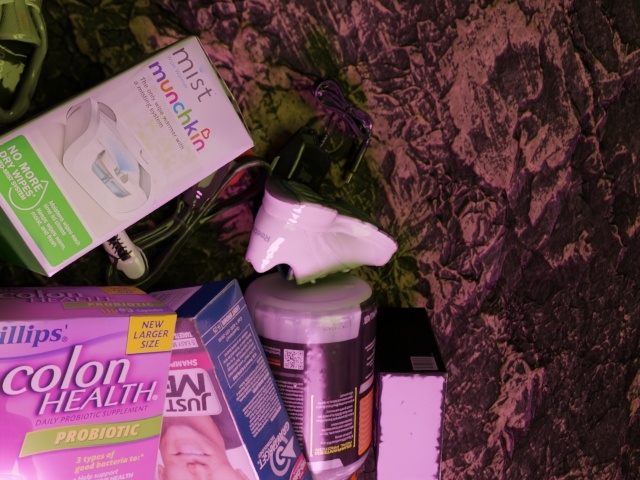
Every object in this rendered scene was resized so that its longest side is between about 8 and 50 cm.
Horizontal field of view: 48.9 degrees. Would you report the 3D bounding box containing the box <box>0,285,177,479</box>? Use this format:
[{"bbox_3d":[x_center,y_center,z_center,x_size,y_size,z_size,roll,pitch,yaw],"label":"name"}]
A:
[{"bbox_3d":[-0.280,0.176,0.714,0.213,0.117,0.243,3,99,-40],"label":"box"}]

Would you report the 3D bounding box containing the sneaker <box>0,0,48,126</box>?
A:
[{"bbox_3d":[-0.313,-0.242,0.714,0.099,0.121,0.263,-4,104,-39],"label":"sneaker"}]

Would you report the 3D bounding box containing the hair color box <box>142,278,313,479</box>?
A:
[{"bbox_3d":[-0.142,0.232,0.904,0.105,0.173,0.347,-47,123,-56],"label":"hair color box"}]

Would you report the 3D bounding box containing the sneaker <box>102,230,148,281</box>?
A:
[{"bbox_3d":[-0.250,0.005,0.858,0.040,0.044,0.109,-35,94,-6],"label":"sneaker"}]

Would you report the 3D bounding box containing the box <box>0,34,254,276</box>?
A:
[{"bbox_3d":[-0.237,-0.086,0.717,0.231,0.262,0.127,-37,110,-27],"label":"box"}]

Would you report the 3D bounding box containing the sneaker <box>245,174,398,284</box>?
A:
[{"bbox_3d":[0.000,0.000,0.999,0.297,0.111,0.129,17,106,-50],"label":"sneaker"}]

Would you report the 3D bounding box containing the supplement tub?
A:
[{"bbox_3d":[-0.018,0.215,1.033,0.193,0.193,0.316,-9,108,-37],"label":"supplement tub"}]

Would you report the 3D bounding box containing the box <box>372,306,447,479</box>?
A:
[{"bbox_3d":[0.131,0.236,1.115,0.103,0.261,0.184,-1,105,2],"label":"box"}]

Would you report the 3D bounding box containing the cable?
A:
[{"bbox_3d":[-0.172,-0.047,0.936,0.139,0.072,0.287,33,91,-37],"label":"cable"}]

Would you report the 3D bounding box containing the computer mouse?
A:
[{"bbox_3d":[-0.016,-0.101,1.043,0.184,0.060,0.262,21,91,-58],"label":"computer mouse"}]
